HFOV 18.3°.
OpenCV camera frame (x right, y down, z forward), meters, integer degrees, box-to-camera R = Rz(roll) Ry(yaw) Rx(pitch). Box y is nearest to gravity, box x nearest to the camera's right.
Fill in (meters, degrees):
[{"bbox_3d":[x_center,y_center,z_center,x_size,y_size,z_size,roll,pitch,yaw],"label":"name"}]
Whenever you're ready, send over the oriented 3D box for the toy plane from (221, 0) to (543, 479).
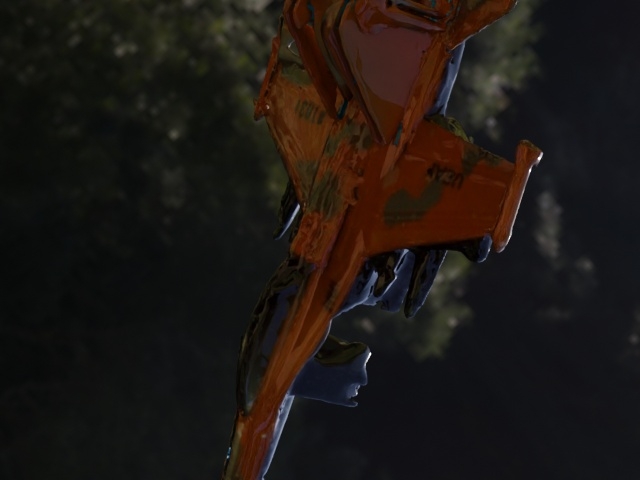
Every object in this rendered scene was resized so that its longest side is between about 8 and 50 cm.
[{"bbox_3d":[0.010,0.002,0.571,0.062,0.188,0.135,2,-164,-33],"label":"toy plane"}]
